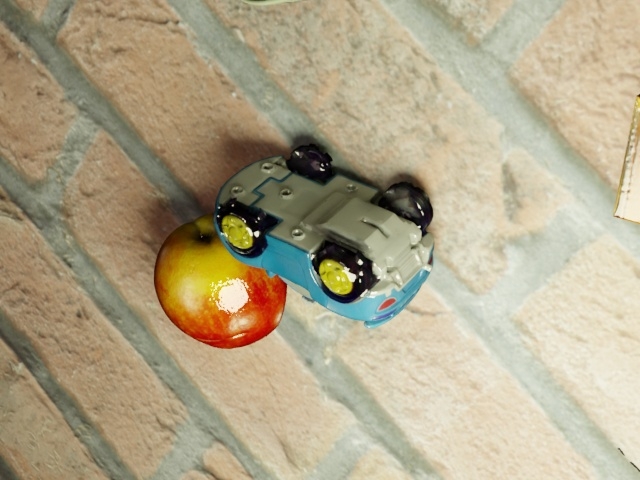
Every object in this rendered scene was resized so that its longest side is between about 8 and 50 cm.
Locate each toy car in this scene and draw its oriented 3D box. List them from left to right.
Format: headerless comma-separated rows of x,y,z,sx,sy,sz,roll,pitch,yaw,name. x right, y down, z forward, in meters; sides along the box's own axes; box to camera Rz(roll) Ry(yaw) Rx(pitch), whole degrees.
0.000,0.000,1.602,0.314,0.198,0.166,23,134,25,toy car

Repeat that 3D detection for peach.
-0.144,0.063,1.711,0.190,0.190,0.192,2,117,32,peach

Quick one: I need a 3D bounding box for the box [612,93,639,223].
0.465,-0.074,1.342,0.237,0.070,0.152,17,113,30,box

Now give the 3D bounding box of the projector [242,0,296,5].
0.033,-0.420,1.396,0.248,0.249,0.248,-2,103,42,projector
